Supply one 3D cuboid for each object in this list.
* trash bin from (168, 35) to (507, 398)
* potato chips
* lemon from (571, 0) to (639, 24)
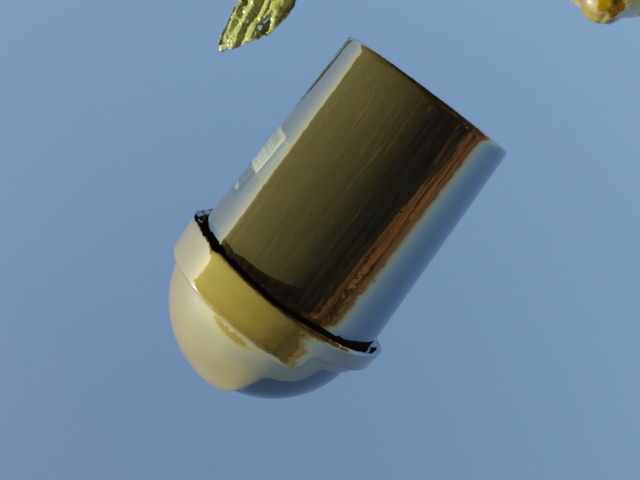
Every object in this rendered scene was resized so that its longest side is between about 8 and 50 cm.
[{"bbox_3d":[0.000,0.000,0.931,0.214,0.214,0.333,39,-82,10],"label":"trash bin"},{"bbox_3d":[-0.074,-0.351,1.447,0.092,0.028,0.207,27,-81,10],"label":"potato chips"},{"bbox_3d":[0.406,-0.422,1.315,0.245,0.245,0.319,24,-102,1],"label":"lemon"}]
